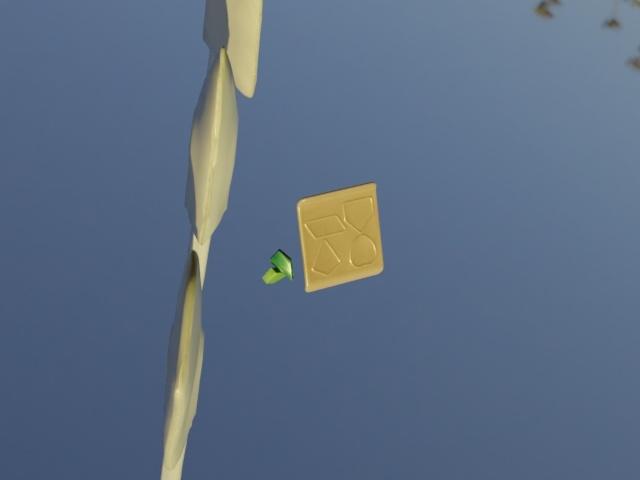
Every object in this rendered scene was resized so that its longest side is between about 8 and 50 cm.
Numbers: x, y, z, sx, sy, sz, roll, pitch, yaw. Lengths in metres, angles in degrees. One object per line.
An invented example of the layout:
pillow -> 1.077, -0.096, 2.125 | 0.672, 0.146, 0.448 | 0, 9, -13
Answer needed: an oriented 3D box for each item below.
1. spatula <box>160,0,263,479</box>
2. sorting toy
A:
spatula -> -0.036, -0.001, 0.488 | 0.019, 0.242, 0.168 | 5, -110, -5
sorting toy -> 0.000, 0.000, 0.936 | 0.083, 0.062, 0.012 | -14, -160, -29
